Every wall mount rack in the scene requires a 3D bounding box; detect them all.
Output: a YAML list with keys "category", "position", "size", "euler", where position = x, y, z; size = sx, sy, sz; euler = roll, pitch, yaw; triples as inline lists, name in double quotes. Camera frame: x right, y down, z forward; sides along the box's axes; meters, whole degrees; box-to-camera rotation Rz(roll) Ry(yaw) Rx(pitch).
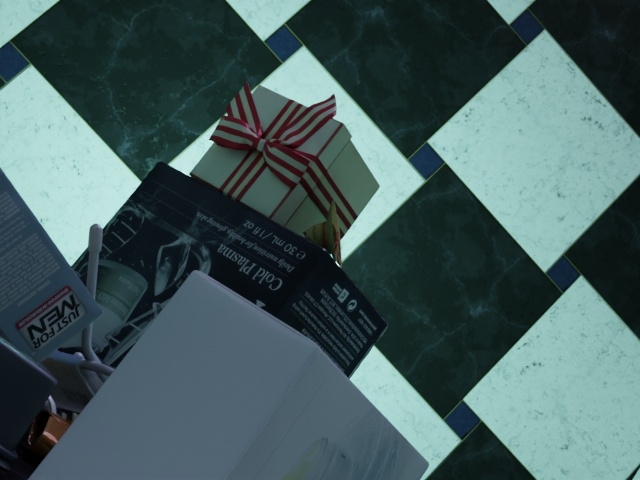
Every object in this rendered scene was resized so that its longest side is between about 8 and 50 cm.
- category: "wall mount rack"
  position: [-0.355, 0.124, 1.368]
  size: [0.350, 0.130, 0.304]
  euler: [6, -49, 36]

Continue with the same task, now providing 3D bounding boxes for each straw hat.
- category: "straw hat"
  position: [0.000, 0.000, 1.719]
  size: [0.061, 0.144, 0.144]
  euler: [-4, -21, 6]

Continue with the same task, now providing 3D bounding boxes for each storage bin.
- category: "storage bin"
  position: [-0.317, 0.131, 0.904]
  size: [0.135, 0.091, 0.098]
  euler: [43, -13, -22]

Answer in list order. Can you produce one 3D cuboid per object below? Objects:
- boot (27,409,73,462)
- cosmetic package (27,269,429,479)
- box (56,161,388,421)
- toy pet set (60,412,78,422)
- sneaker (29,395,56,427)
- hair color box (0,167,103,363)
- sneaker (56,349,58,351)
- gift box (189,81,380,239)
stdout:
- category: "boot"
  position: [-0.259, 0.241, 1.100]
  size: [0.152, 0.073, 0.197]
  euler: [36, -14, -14]
- category: "cosmetic package"
  position: [-0.066, 0.184, 0.708]
  size: [0.138, 0.224, 0.224]
  euler: [27, -15, 39]
- category: "box"
  position: [-0.228, 0.179, 1.756]
  size: [0.480, 0.471, 0.297]
  euler: [27, -14, 40]
- category: "toy pet set"
  position: [-0.313, 0.275, 1.303]
  size: [0.114, 0.065, 0.122]
  euler: [0, -23, 7]
- category: "sneaker"
  position: [-0.387, 0.177, 1.148]
  size: [0.158, 0.061, 0.065]
  euler: [37, 15, -3]
- category: "hair color box"
  position: [-0.426, -0.039, 1.131]
  size: [0.185, 0.114, 0.374]
  euler: [9, -47, 58]
- category: "sneaker"
  position: [-0.527, 0.131, 1.516]
  size: [0.118, 0.110, 0.292]
  euler: [14, -25, 41]
- category: "gift box"
  position: [-0.064, -0.142, 1.845]
  size: [0.255, 0.276, 0.258]
  euler: [24, -15, 33]
